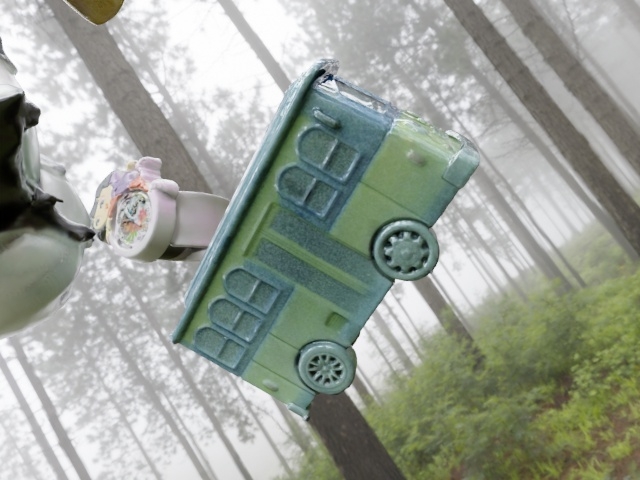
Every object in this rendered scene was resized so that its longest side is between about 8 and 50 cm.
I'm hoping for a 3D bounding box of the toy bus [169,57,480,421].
[{"bbox_3d":[0.000,0.000,0.511,0.312,0.190,0.152,-59,1,22],"label":"toy bus"}]

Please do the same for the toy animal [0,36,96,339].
[{"bbox_3d":[-0.371,-0.033,0.525,0.251,0.251,0.309,-28,-39,-33],"label":"toy animal"}]

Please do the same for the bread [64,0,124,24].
[{"bbox_3d":[-0.383,-0.414,0.825,0.082,0.056,0.115,-44,-31,9],"label":"bread"}]

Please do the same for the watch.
[{"bbox_3d":[-0.294,-0.043,0.987,0.244,0.195,0.231,-7,-11,35],"label":"watch"}]
